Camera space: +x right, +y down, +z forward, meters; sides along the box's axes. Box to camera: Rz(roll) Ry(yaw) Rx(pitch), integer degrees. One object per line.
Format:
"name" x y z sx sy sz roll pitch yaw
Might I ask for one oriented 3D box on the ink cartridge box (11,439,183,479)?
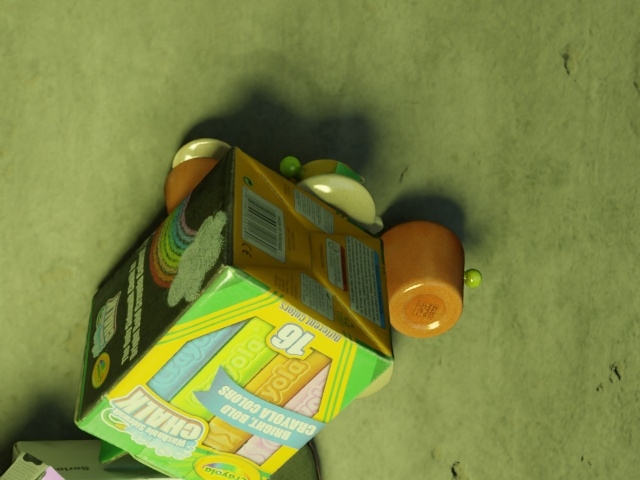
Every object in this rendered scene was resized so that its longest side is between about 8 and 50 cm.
"ink cartridge box" -0.192 0.341 1.379 0.211 0.121 0.289 2 103 -24

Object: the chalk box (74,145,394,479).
"chalk box" -0.095 0.098 1.276 0.179 0.180 0.289 31 121 -24

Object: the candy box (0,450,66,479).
"candy box" -0.254 0.309 1.214 0.196 0.070 0.165 -49 116 -20

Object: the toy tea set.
"toy tea set" 0.000 0.000 1.396 0.200 0.124 0.336 -32 123 20

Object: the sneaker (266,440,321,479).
"sneaker" -0.029 0.335 1.426 0.106 0.162 0.281 1 105 -24
